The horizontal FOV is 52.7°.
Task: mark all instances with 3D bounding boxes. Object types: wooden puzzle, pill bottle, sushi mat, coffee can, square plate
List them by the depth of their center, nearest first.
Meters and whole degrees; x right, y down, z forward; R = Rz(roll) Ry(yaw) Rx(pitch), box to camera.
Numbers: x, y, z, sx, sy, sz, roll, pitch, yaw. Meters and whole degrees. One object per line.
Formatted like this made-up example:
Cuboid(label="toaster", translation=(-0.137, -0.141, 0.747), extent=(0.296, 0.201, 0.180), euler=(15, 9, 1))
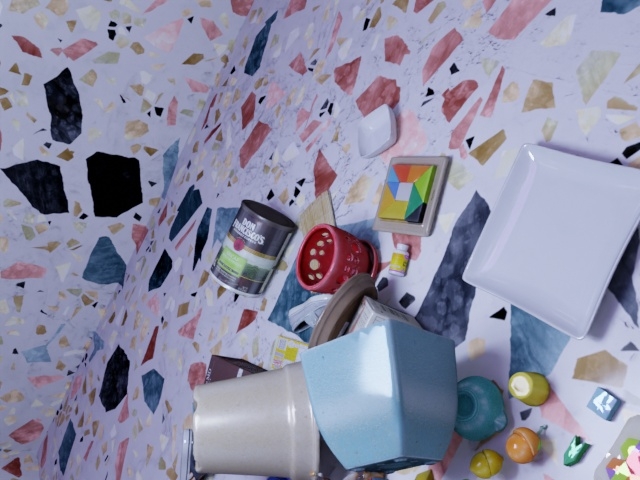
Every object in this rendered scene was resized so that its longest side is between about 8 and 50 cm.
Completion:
Cuboid(label="square plate", translation=(0.489, -0.011, 1.351), extent=(0.347, 0.049, 0.344), euler=(32, 100, 55))
Cuboid(label="pill bottle", translation=(0.209, 0.052, 1.712), extent=(0.043, 0.043, 0.083), euler=(5, 79, 55))
Cuboid(label="wooden puzzle", translation=(0.235, -0.126, 1.763), extent=(0.239, 0.044, 0.220), euler=(7, 80, 55))
Cuboid(label="sushi mat", translation=(0.000, 0.000, 2.049), extent=(0.151, 0.019, 0.316), euler=(-42, 43, 37))
Cuboid(label="coffee can", translation=(-0.232, 0.027, 2.197), extent=(0.275, 0.202, 0.201), euler=(-63, 35, 12))

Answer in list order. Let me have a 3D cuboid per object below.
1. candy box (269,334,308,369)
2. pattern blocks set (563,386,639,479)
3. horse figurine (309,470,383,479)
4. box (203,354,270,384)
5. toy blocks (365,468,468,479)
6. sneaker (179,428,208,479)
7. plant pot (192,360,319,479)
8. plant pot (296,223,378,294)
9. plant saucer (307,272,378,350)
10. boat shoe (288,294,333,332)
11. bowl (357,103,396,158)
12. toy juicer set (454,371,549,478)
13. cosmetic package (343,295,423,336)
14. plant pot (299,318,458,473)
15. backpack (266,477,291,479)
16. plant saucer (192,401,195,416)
Cuboid(label="candy box", translation=(-0.086, 0.359, 1.987), extent=(0.206, 0.027, 0.105), euler=(5, 80, 55))
Cuboid(label="pattern blocks set", translation=(0.556, 0.401, 1.078), extent=(0.325, 0.026, 0.285), euler=(22, 92, 56))
Cuboid(label="horse figurine", translation=(0.072, 0.581, 1.570), extent=(0.263, 0.174, 0.066), euler=(-40, 35, 18))
Cuboid(label="box", translation=(-0.229, 0.492, 2.025), extent=(0.381, 0.143, 0.191), euler=(4, 78, 57))
Cuboid(label="toy blocks", translation=(0.104, 0.608, 1.396), extent=(0.381, 0.261, 0.190), euler=(-40, 45, 37))
Cuboid(label="sneaker", translation=(-0.410, 0.749, 2.178), extent=(0.126, 0.128, 0.321), euler=(-101, 19, -45))
Cuboid(label="plant pot", translation=(-0.175, 0.481, 1.690), extent=(0.334, 0.306, 0.333), euler=(178, 90, -81))
Cuboid(label="plant pot", translation=(0.050, 0.065, 1.810), extent=(0.191, 0.174, 0.191), euler=(-28, 52, 44))
Cuboid(label="plant saucer", translation=(0.066, 0.212, 1.668), extent=(0.041, 0.278, 0.277), euler=(31, 101, 25))
Cuboid(label="boat shoe", translation=(-0.017, 0.221, 1.925), extent=(0.227, 0.079, 0.081), euler=(-34, 58, 48))
Cuboid(label="bowl", translation=(0.175, -0.318, 1.932), extent=(0.142, 0.053, 0.142), euler=(-30, 50, 44))
Cuboid(label="toy juicer set", translation=(0.320, 0.388, 1.356), extent=(0.329, 0.089, 0.209), euler=(-14, 64, 38))
Cuboid(label="cosmetic package", translation=(0.117, 0.308, 1.599), extent=(0.296, 0.153, 0.129), euler=(-63, 12, 9))
Cuboid(label="plant pot", translation=(0.135, 0.337, 1.328), extent=(0.248, 0.247, 0.252), euler=(-27, 57, 34))
Cuboid(label="backpack", translation=(-0.095, 0.680, 1.761), extent=(0.098, 0.120, 0.101), euler=(-3, 72, 54))
Cuboid(label="plant saucer", translation=(-0.361, 0.514, 2.064), extent=(0.192, 0.018, 0.067), euler=(-41, 46, 40))
